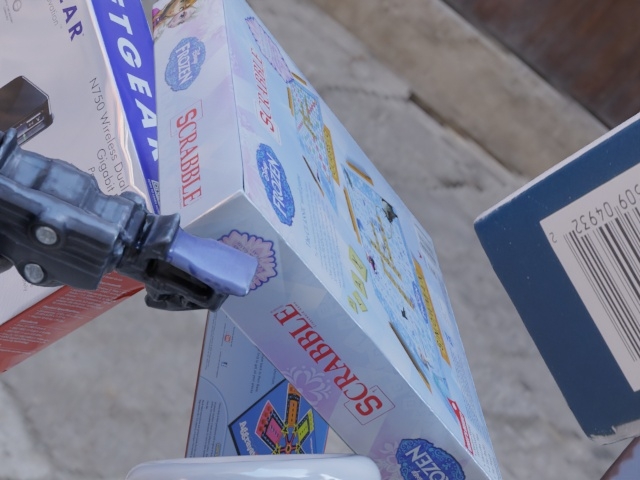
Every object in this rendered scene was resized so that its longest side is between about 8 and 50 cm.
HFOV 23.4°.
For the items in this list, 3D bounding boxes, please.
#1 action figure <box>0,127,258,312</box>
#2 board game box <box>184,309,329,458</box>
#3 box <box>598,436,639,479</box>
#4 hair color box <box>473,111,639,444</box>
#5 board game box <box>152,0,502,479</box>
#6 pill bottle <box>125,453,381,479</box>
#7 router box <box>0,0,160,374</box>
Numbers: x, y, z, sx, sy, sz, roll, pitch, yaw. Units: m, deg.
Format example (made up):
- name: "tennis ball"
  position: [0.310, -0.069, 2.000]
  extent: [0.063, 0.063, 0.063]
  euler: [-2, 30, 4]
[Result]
- name: "action figure"
  position: [-0.216, 0.033, 0.756]
  extent: [0.341, 0.330, 0.178]
  euler: [18, 34, -1]
- name: "board game box"
  position: [-0.055, 0.149, 1.590]
  extent: [0.145, 0.281, 0.027]
  euler: [11, 19, 0]
- name: "box"
  position: [0.361, 0.217, 1.305]
  extent: [0.191, 0.381, 0.143]
  euler: [31, -27, 28]
- name: "hair color box"
  position: [0.248, -0.052, 0.604]
  extent: [0.347, 0.174, 0.105]
  euler: [-26, 85, -29]
- name: "board game box"
  position: [0.000, 0.000, 1.102]
  extent: [0.318, 0.066, 0.319]
  euler: [50, 16, -31]
- name: "pill bottle"
  position: [-0.035, 0.259, 0.895]
  extent: [0.153, 0.153, 0.265]
  euler: [6, 79, -53]
- name: "router box"
  position: [-0.270, -0.080, 1.355]
  extent: [0.082, 0.301, 0.335]
  euler: [17, 47, -55]
